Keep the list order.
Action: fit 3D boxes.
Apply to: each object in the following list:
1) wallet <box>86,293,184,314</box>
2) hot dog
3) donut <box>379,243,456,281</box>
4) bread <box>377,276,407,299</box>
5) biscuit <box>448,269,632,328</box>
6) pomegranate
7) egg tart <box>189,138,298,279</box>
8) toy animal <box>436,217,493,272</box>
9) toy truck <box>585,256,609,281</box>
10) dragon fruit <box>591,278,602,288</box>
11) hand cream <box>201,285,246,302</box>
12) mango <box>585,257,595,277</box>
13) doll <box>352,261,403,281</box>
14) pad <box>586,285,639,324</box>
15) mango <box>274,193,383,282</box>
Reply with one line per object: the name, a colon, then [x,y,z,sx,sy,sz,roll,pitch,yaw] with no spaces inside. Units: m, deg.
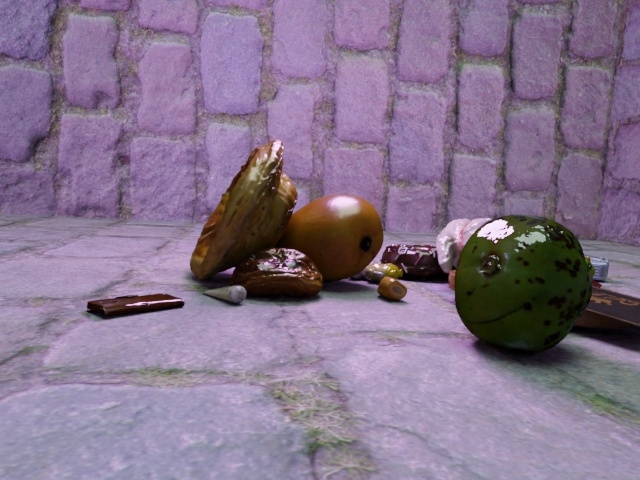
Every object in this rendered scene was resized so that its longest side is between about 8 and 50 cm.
wallet: [-0.380,0.128,1.080,0.095,0.026,0.176,6,5,43]
hot dog: [-0.109,0.085,1.290,0.227,0.099,0.160,-4,24,-10]
donut: [0.324,0.066,1.711,0.270,0.103,0.269,1,6,0]
bread: [0.171,0.120,1.327,0.062,0.049,0.103,37,-9,-22]
biscuit: [0.514,0.141,1.256,0.365,0.062,0.385,4,8,-15]
pomegranate: [0.373,0.084,0.968,0.254,0.254,0.271,8,-15,41]
egg tart: [-0.193,-0.073,1.457,0.178,0.443,0.443,30,-1,-15]
toy animal: [0.489,0.019,1.579,0.308,0.188,0.266,32,24,-25]
toy truck: [0.906,0.098,1.827,0.178,0.080,0.115,5,11,24]
dragon fruit: [0.669,0.128,1.445,0.162,0.083,0.106,28,-33,11]
hand cream: [-0.220,0.123,1.212,0.061,0.039,0.143,-9,3,-34]
mango: [0.795,0.097,1.706,0.178,0.100,0.119,-1,-38,51]
doll: [0.161,0.091,1.563,0.163,0.062,0.106,6,2,32]
pad: [0.637,0.100,1.182,0.315,0.063,0.375,1,9,-29]
mango: [0.000,0.000,1.488,0.378,0.221,0.263,-10,38,41]
